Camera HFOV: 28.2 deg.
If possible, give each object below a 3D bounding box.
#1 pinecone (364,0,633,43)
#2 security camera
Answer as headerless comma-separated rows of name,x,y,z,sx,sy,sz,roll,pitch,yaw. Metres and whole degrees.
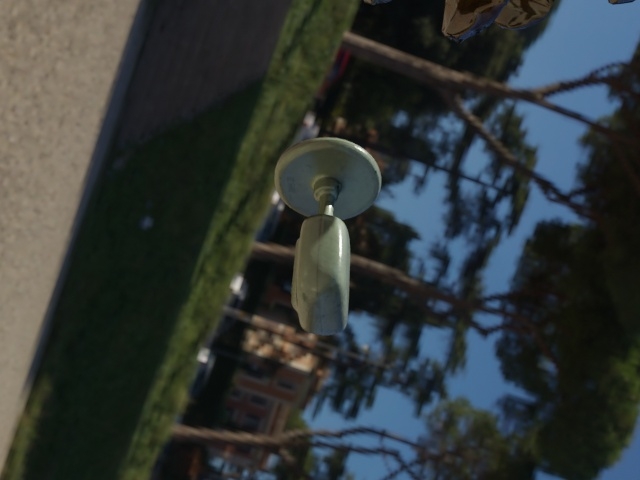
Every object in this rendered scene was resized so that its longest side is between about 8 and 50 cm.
pinecone,0.102,-0.214,0.558,0.243,0.257,0.243,165,-90,-85
security camera,0.000,0.000,0.619,0.092,0.058,0.058,-83,-167,-44
